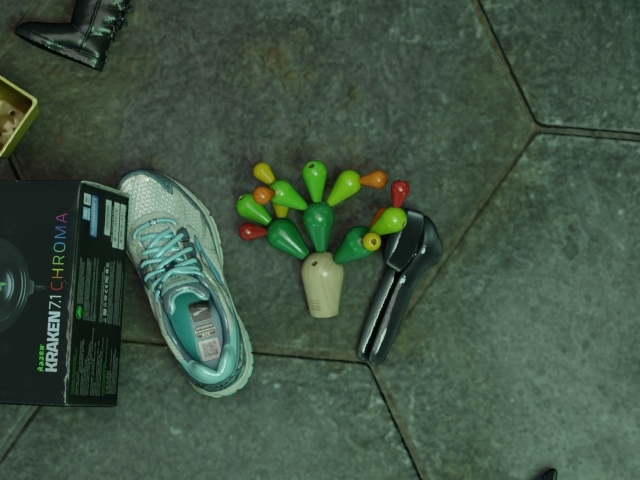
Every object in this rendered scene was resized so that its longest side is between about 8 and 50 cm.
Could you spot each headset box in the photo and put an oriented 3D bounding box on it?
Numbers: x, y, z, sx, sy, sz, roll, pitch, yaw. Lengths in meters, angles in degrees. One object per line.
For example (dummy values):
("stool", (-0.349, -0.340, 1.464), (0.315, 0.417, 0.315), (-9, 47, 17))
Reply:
("headset box", (-0.372, 0.058, 1.799), (0.283, 0.131, 0.246), (2, 84, 19))

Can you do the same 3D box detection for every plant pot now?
("plant pot", (-0.375, -0.143, 1.873), (0.081, 0.083, 0.081), (33, 87, 5))

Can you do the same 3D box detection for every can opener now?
("can opener", (0.085, 0.054, 1.852), (0.073, 0.059, 0.186), (19, 95, -23))

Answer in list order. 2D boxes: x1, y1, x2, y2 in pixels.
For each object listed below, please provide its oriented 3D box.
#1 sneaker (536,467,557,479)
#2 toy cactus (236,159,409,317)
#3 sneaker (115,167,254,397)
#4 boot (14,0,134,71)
("sneaker", (0.326, 0.346, 1.795), (0.232, 0.081, 0.090), (32, 93, 6))
("toy cactus", (0.000, 0.000, 1.828), (0.219, 0.112, 0.180), (1, 105, 18))
("sneaker", (-0.153, 0.040, 1.825), (0.110, 0.122, 0.283), (-26, 83, -1))
("boot", (-0.289, -0.264, 1.903), (0.121, 0.045, 0.099), (21, 87, -3))
